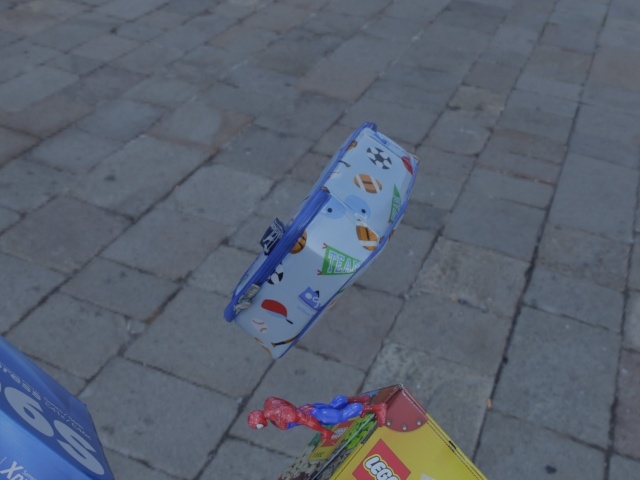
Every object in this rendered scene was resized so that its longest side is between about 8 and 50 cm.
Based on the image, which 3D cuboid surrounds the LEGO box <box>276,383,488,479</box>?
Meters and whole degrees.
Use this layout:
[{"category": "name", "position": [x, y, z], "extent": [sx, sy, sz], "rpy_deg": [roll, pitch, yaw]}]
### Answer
[{"category": "LEGO box", "position": [0.131, 0.525, 1.067], "extent": [0.500, 0.193, 0.372], "rpy_deg": [48, 61, -3]}]

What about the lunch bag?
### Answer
[{"category": "lunch bag", "position": [0.000, 0.000, 0.924], "extent": [0.115, 0.243, 0.303], "rpy_deg": [39, 40, -2]}]

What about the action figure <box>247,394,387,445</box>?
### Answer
[{"category": "action figure", "position": [-0.004, 0.130, 0.543], "extent": [0.115, 0.030, 0.038], "rpy_deg": [10, 6, -36]}]

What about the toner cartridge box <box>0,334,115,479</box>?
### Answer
[{"category": "toner cartridge box", "position": [-0.278, 0.052, 0.438], "extent": [0.075, 0.348, 0.165], "rpy_deg": [-46, 26, -12]}]
